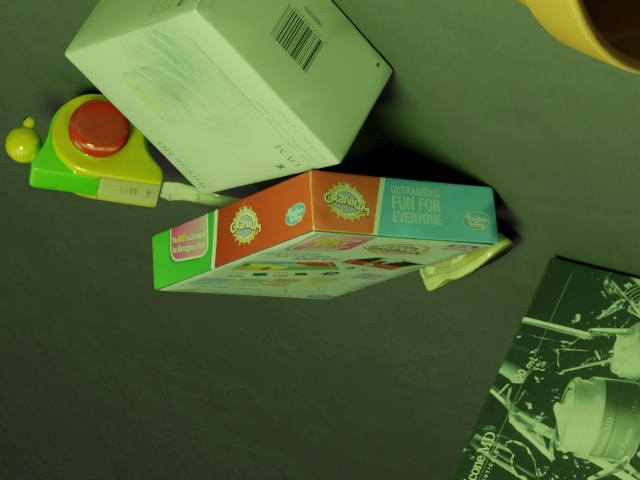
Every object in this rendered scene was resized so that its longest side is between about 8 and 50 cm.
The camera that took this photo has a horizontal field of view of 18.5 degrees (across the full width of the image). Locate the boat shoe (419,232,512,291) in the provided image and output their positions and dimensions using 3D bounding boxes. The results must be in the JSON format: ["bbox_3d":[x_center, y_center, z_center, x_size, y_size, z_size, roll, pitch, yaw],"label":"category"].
[{"bbox_3d":[0.155,0.015,2.162,0.048,0.056,0.153,64,151,2],"label":"boat shoe"}]

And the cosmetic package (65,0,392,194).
[{"bbox_3d":[-0.095,-0.179,1.991,0.225,0.138,0.224,-10,132,49],"label":"cosmetic package"}]

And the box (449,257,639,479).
[{"bbox_3d":[0.332,0.231,2.046,0.313,0.343,0.179,13,148,24],"label":"box"}]

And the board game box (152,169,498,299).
[{"bbox_3d":[0.000,0.000,2.129,0.242,0.064,0.316,4,165,-35],"label":"board game box"}]

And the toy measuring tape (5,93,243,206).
[{"bbox_3d":[-0.196,-0.101,2.263,0.330,0.121,0.121,8,151,-9],"label":"toy measuring tape"}]

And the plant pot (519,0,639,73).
[{"bbox_3d":[0.204,-0.288,1.470,0.203,0.291,0.291,24,154,43],"label":"plant pot"}]
